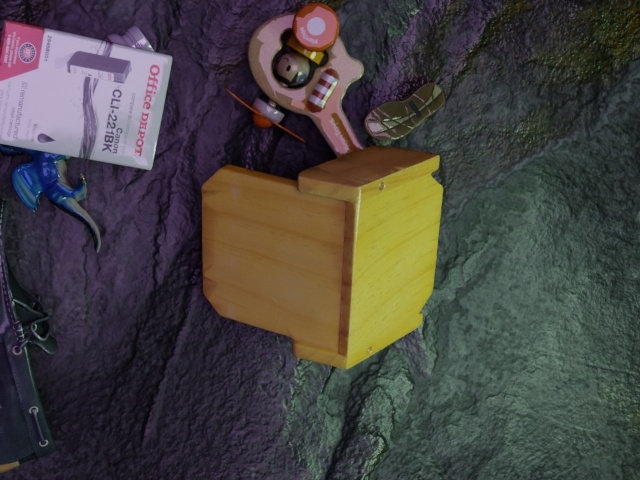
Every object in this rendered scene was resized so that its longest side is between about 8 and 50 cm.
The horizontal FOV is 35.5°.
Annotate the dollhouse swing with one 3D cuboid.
[{"bbox_3d":[0.000,0.000,1.812,0.315,0.305,0.347,-24,126,-43],"label":"dollhouse swing"}]

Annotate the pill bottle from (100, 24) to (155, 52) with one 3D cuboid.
[{"bbox_3d":[-0.372,-0.305,1.750,0.160,0.087,0.087,-37,100,-7],"label":"pill bottle"}]

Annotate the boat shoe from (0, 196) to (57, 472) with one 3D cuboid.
[{"bbox_3d":[-0.532,0.153,1.704,0.156,0.187,0.500,-4,100,-17],"label":"boat shoe"}]

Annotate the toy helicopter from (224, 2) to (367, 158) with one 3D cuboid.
[{"bbox_3d":[-0.013,-0.237,1.806,0.235,0.140,0.355,-31,96,2],"label":"toy helicopter"}]

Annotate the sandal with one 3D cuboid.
[{"bbox_3d":[0.157,-0.240,1.892,0.180,0.049,0.072,-32,95,-23],"label":"sandal"}]

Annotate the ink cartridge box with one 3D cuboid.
[{"bbox_3d":[-0.397,-0.238,1.648,0.273,0.114,0.197,9,98,-19],"label":"ink cartridge box"}]

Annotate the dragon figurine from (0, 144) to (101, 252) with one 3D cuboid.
[{"bbox_3d":[-0.486,-0.100,1.740,0.144,0.085,0.289,-21,97,-10],"label":"dragon figurine"}]
